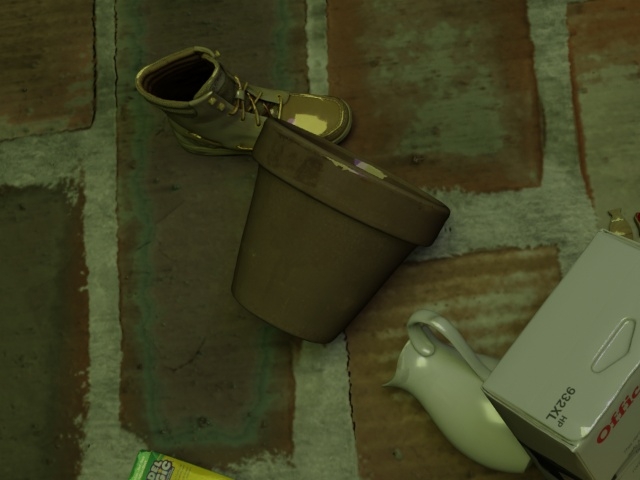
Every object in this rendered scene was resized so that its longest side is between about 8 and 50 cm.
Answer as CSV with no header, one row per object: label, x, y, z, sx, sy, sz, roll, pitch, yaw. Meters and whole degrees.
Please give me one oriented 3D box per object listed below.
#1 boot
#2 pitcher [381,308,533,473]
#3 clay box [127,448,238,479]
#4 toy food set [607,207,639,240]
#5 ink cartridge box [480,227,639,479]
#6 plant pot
boot,-0.099,-0.187,1.389,0.262,0.203,0.095,1,74,12
pitcher,0.184,0.177,1.238,0.207,0.177,0.125,33,62,20
clay box,-0.161,0.355,1.310,0.222,0.053,0.127,15,76,14
toy food set,0.417,0.014,1.330,0.078,0.019,0.122,-4,64,9
ink cartridge box,0.329,0.168,1.126,0.129,0.307,0.223,30,76,40
plant pot,0.000,0.000,1.307,0.263,0.263,0.229,30,97,18
